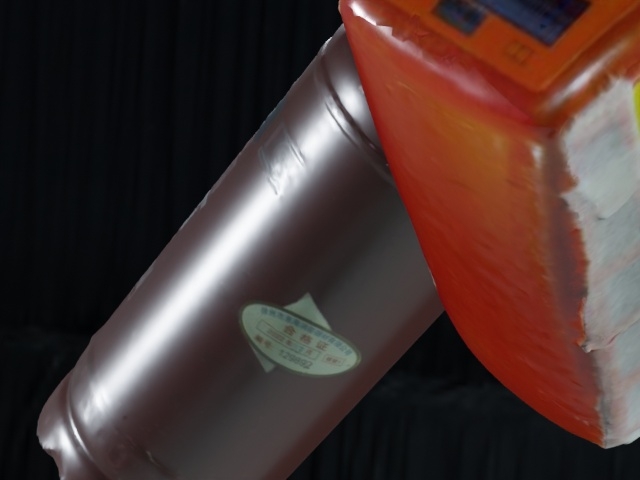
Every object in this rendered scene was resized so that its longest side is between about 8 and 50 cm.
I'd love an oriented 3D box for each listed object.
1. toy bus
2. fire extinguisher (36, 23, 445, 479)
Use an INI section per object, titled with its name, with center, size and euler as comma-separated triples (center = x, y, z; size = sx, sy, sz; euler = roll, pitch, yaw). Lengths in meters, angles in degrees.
[toy bus]
center = 0.061, -0.016, 0.395
size = 0.079, 0.077, 0.174
euler = 36, -16, 30
[fire extinguisher]
center = 0.000, 0.000, 0.756
size = 0.135, 0.337, 0.114
euler = 2, 46, -50
